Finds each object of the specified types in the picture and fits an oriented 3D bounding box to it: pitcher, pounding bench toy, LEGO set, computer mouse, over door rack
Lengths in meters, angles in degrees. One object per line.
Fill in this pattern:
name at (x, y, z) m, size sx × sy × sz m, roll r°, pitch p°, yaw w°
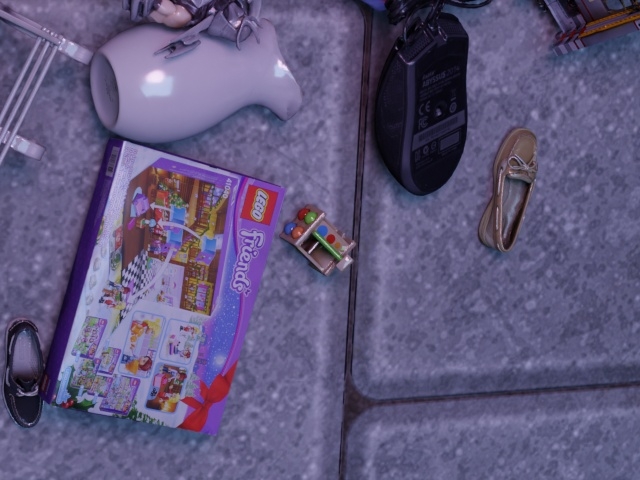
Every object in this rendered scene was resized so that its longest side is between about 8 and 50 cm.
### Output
pitcher at (-0.140, -0.198, 1.392) m, size 0.207 × 0.125 × 0.178 m, roll -13°, pitch 84°, yaw -29°
pounding bench toy at (0.000, 0.000, 1.498) m, size 0.052 × 0.083 × 0.065 m, roll -48°, pitch 114°, yaw -6°
LEGO set at (0.305, -0.379, 1.522) m, size 0.331 × 0.192 × 0.255 m, roll 47°, pitch 53°, yaw -26°
computer mouse at (0.116, -0.184, 1.491) m, size 0.188 × 0.072 × 0.272 m, roll -25°, pitch 128°, yaw -42°
over door rack at (-0.420, -0.160, 1.296) m, size 0.324 × 0.108 × 0.239 m, roll 27°, pitch 90°, yaw -10°

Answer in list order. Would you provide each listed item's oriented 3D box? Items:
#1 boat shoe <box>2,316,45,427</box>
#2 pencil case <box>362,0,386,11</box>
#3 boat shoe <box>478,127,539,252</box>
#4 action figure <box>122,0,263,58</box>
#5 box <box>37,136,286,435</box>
boat shoe at (-0.320, 0.147, 1.426) m, size 0.046 × 0.038 × 0.125 m, roll -1°, pitch 102°, yaw -22°
pencil case at (-0.001, -0.341, 1.421) m, size 0.236 × 0.104 × 0.104 m, roll 27°, pitch 91°, yaw -22°
boat shoe at (0.236, -0.061, 1.599) m, size 0.056 × 0.048 × 0.153 m, roll 17°, pitch 95°, yaw -24°
action figure at (-0.157, -0.303, 1.305) m, size 0.285 × 0.099 × 0.185 m, roll 49°, pitch 47°, yaw -6°
box at (-0.172, 0.054, 1.438) m, size 0.201 × 0.057 × 0.293 m, roll 16°, pitch 91°, yaw -28°
